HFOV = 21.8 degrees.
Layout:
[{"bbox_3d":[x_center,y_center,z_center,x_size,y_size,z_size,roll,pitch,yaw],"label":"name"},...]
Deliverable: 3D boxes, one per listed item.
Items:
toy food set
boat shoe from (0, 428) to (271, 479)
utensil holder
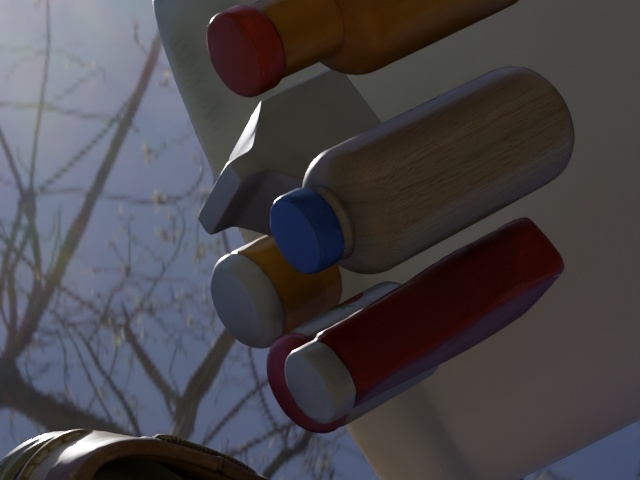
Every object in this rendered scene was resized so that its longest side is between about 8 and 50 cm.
[{"bbox_3d":[0.000,0.000,0.542,0.104,0.232,0.111,-27,-105,-32],"label":"toy food set"},{"bbox_3d":[0.002,0.182,0.735,0.324,0.120,0.122,28,-118,-18],"label":"boat shoe"},{"bbox_3d":[0.157,-0.075,0.865,0.385,0.327,0.327,-26,-108,6],"label":"utensil holder"}]
